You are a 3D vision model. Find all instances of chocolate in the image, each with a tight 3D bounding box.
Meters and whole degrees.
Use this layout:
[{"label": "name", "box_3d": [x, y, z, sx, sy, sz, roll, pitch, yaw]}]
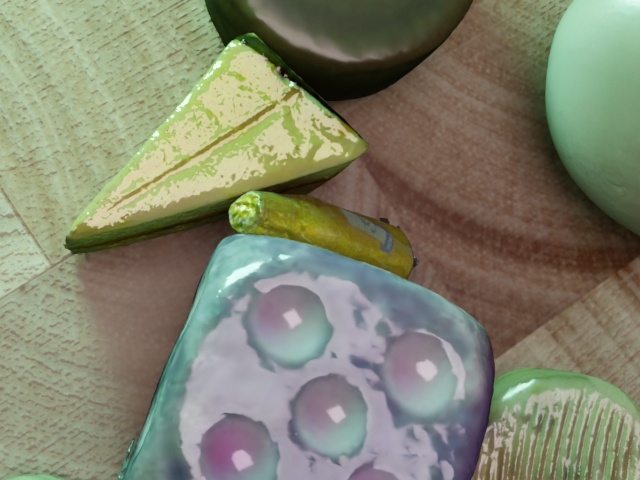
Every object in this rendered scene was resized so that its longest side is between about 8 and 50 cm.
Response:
[{"label": "chocolate", "box_3d": [0.000, 0.000, 1.132, 0.219, 0.085, 0.086, 17, 75, -48]}]

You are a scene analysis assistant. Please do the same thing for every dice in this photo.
[{"label": "dice", "box_3d": [-0.016, 0.164, 1.061, 0.271, 0.270, 0.270, 22, 77, -6]}]

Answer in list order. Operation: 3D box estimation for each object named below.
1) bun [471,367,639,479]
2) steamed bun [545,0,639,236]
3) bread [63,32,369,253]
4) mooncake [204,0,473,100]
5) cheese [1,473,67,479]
[{"label": "bun", "box_3d": [0.233, 0.231, 1.178, 0.237, 0.116, 0.210, -6, 85, 4]}, {"label": "steamed bun", "box_3d": [0.372, -0.135, 1.156, 0.324, 0.324, 0.206, 52, 49, 1]}, {"label": "bread", "box_3d": [-0.102, -0.042, 1.139, 0.163, 0.167, 0.264, 41, 80, -3]}, {"label": "mooncake", "box_3d": [0.015, -0.287, 1.200, 0.284, 0.155, 0.284, 2, 79, -9]}, {"label": "cheese", "box_3d": [-0.326, 0.325, 1.050, 0.247, 0.251, 0.174, -22, 100, 22]}]
